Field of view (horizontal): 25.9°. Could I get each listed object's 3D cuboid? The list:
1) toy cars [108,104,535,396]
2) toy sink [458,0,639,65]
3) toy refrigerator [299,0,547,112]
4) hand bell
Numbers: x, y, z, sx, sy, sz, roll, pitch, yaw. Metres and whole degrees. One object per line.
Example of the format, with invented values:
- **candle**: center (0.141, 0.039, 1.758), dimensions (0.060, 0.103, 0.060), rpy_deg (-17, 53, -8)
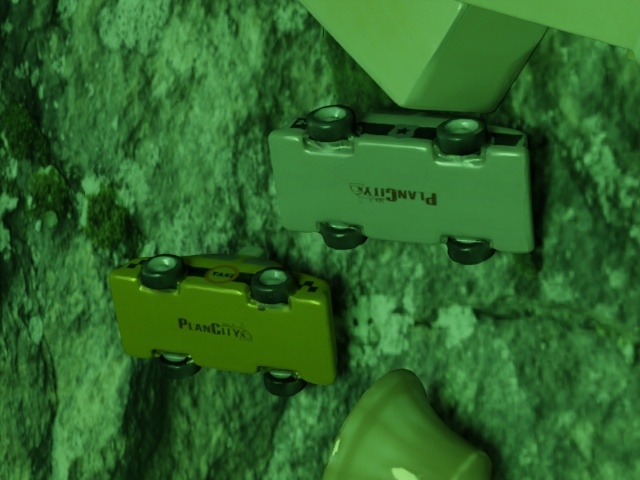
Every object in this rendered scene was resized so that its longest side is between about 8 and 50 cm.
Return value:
- **toy cars**: center (0.000, 0.000, 1.041), dimensions (0.176, 0.087, 0.393), rpy_deg (46, 128, -9)
- **toy sink**: center (0.204, -0.165, 0.792), dimensions (0.234, 0.153, 0.131), rpy_deg (24, 109, 40)
- **toy refrigerator**: center (0.034, -0.210, 0.992), dimensions (0.269, 0.102, 0.094), rpy_deg (51, 124, 31)
- **hand bell**: center (0.133, 0.189, 0.932), dimensions (0.242, 0.126, 0.126), rpy_deg (22, 108, 28)
